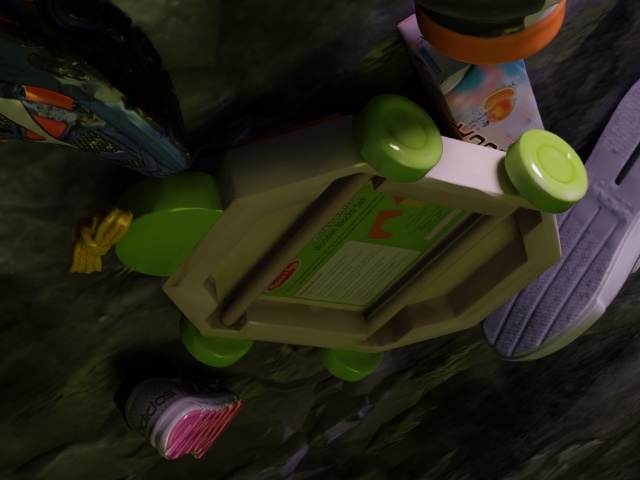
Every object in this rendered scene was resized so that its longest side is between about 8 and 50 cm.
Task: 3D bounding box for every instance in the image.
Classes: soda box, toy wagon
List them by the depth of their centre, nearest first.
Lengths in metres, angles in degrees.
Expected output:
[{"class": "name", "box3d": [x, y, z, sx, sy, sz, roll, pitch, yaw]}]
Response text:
[{"class": "toy wagon", "box3d": [0.000, 0.000, 0.765, 0.344, 0.068, 0.267, 10, 143, -31]}, {"class": "soda box", "box3d": [0.113, -0.093, 0.787, 0.058, 0.063, 0.183, -33, 147, 3]}]

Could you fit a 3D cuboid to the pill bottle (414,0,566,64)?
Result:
[{"class": "pill bottle", "box3d": [0.086, -0.201, 0.566, 0.130, 0.130, 0.245, -25, 146, -9]}]

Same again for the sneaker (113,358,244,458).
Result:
[{"class": "sneaker", "box3d": [-0.115, 0.130, 0.904, 0.063, 0.075, 0.170, -53, 167, 1]}]

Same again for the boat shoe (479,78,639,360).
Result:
[{"class": "boat shoe", "box3d": [0.249, -0.011, 0.964, 0.094, 0.109, 0.302, 4, 130, -44]}]

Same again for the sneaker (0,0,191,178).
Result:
[{"class": "sneaker", "box3d": [-0.152, -0.085, 0.590, 0.087, 0.083, 0.221, -31, 144, 24]}]
